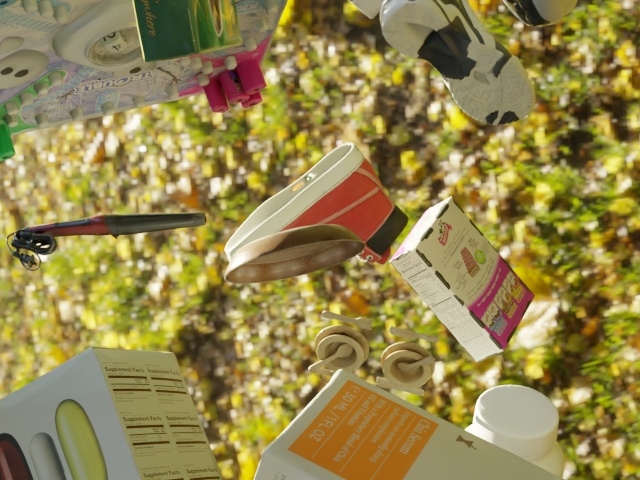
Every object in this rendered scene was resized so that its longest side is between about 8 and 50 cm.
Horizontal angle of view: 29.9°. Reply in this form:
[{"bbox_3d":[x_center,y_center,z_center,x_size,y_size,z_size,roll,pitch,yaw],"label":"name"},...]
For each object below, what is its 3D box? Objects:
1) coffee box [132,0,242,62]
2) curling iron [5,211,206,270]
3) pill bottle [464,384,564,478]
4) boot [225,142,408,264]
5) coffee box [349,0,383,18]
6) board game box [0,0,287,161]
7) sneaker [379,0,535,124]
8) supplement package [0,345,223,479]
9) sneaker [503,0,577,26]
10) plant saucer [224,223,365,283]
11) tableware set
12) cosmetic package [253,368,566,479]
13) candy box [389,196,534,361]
[{"bbox_3d":[-0.096,-0.187,0.852,0.040,0.184,0.113,-7,102,7],"label":"coffee box"},{"bbox_3d":[-0.289,-0.008,1.623,0.035,0.274,0.068,80,-179,-61],"label":"curling iron"},{"bbox_3d":[0.298,0.399,1.944,0.176,0.176,0.319,36,134,41],"label":"pill bottle"},{"bbox_3d":[0.000,0.000,1.718,0.176,0.244,0.088,53,-177,-20],"label":"boot"},{"bbox_3d":[0.079,-0.443,1.816,0.141,0.098,0.246,-48,16,15],"label":"coffee box"},{"bbox_3d":[-0.208,-0.207,1.271,0.390,0.390,0.050,124,128,-65],"label":"board game box"},{"bbox_3d":[0.165,-0.250,1.440,0.094,0.235,0.153,-43,30,36],"label":"sneaker"},{"bbox_3d":[-0.217,0.235,1.155,0.194,0.149,0.203,-30,71,18],"label":"supplement package"},{"bbox_3d":[0.146,-0.284,0.756,0.110,0.118,0.292,-152,55,-82],"label":"sneaker"},{"bbox_3d":[-0.032,0.014,1.394,0.168,0.168,0.029,-29,70,49],"label":"plant saucer"},{"bbox_3d":[0.083,0.188,1.877,0.194,0.039,0.128,13,125,3],"label":"tableware set"},{"bbox_3d":[0.156,0.345,1.346,0.453,0.230,0.161,25,115,13],"label":"cosmetic package"},{"bbox_3d":[0.241,0.065,2.019,0.233,0.159,0.071,50,135,-10],"label":"candy box"}]
